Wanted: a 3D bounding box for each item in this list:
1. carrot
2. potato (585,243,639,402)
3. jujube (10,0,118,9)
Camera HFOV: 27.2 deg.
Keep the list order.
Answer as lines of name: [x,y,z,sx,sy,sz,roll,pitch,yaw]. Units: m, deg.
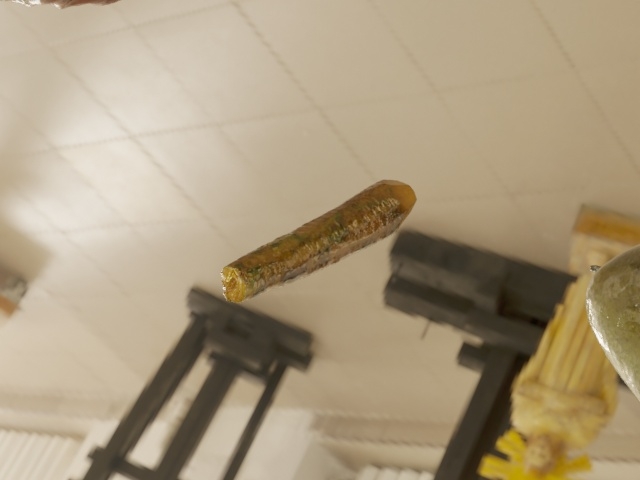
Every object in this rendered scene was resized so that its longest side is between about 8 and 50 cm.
carrot: [0.000,0.000,0.955,0.042,0.171,0.042,33,136,39]
potato: [0.360,0.095,1.261,0.251,0.174,0.159,40,-177,20]
jujube: [-0.126,-0.203,0.711,0.155,0.230,0.155,9,110,26]
